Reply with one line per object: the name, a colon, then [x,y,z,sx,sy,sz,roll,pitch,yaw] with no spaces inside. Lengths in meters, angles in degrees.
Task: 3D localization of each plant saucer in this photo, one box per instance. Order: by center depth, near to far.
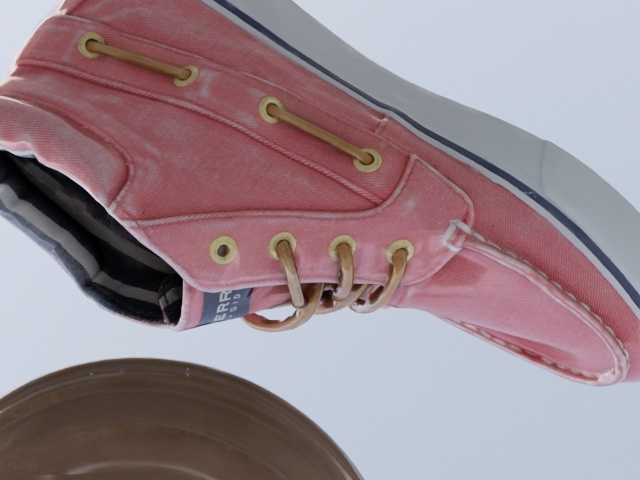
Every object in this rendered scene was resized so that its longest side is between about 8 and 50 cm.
plant saucer: [-0.095,0.200,0.830,0.277,0.278,0.041,-7,-167,5]

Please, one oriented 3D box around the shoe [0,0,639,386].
shoe: [0.000,0.000,0.369,0.178,0.063,0.081,34,-119,4]
